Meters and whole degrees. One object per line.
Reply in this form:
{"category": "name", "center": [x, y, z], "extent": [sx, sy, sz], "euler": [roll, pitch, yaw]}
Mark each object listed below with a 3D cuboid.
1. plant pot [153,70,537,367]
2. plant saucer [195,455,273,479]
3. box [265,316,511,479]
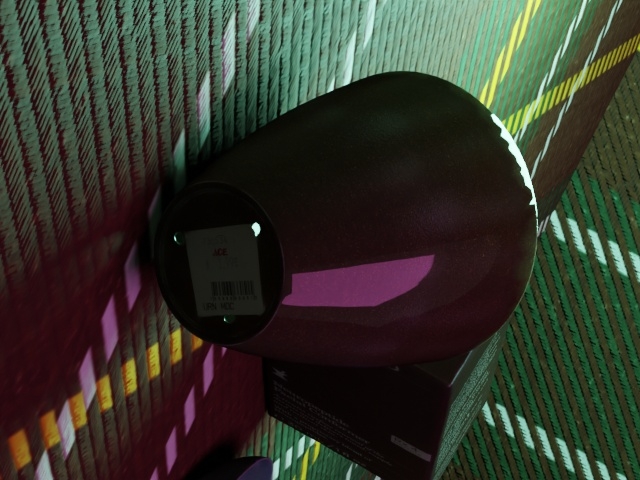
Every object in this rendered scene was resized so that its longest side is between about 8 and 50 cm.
{"category": "plant pot", "center": [0.000, 0.000, 1.316], "extent": [0.230, 0.215, 0.215], "euler": [-15, 135, -55]}
{"category": "plant saucer", "center": [-0.145, 0.336, 1.843], "extent": [0.318, 0.043, 0.317], "euler": [-56, 168, -18]}
{"category": "box", "center": [0.060, 0.097, 1.772], "extent": [0.143, 0.191, 0.381], "euler": [-56, 167, -21]}
